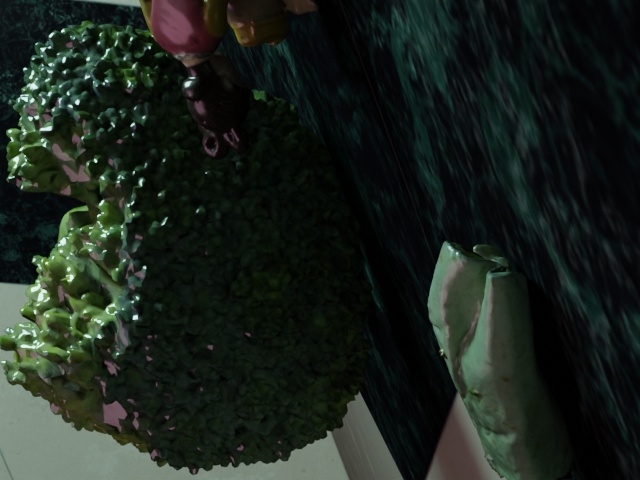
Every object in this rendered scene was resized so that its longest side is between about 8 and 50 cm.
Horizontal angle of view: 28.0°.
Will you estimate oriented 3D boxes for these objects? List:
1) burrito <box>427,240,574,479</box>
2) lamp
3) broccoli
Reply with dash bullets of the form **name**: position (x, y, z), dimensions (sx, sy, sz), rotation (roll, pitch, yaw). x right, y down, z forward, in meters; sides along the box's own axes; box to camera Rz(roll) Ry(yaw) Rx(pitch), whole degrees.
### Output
- **burrito**: position (0.074, 0.048, 0.547), dimensions (0.074, 0.044, 0.118), rotation (-113, 0, -61)
- **lamp**: position (-0.067, -0.179, 0.743), dimensions (0.118, 0.118, 0.253), rotation (-124, 10, -67)
- **broccoli**: position (-0.135, 0.022, 0.977), dimensions (0.375, 0.302, 0.249), rotation (63, -147, -19)
